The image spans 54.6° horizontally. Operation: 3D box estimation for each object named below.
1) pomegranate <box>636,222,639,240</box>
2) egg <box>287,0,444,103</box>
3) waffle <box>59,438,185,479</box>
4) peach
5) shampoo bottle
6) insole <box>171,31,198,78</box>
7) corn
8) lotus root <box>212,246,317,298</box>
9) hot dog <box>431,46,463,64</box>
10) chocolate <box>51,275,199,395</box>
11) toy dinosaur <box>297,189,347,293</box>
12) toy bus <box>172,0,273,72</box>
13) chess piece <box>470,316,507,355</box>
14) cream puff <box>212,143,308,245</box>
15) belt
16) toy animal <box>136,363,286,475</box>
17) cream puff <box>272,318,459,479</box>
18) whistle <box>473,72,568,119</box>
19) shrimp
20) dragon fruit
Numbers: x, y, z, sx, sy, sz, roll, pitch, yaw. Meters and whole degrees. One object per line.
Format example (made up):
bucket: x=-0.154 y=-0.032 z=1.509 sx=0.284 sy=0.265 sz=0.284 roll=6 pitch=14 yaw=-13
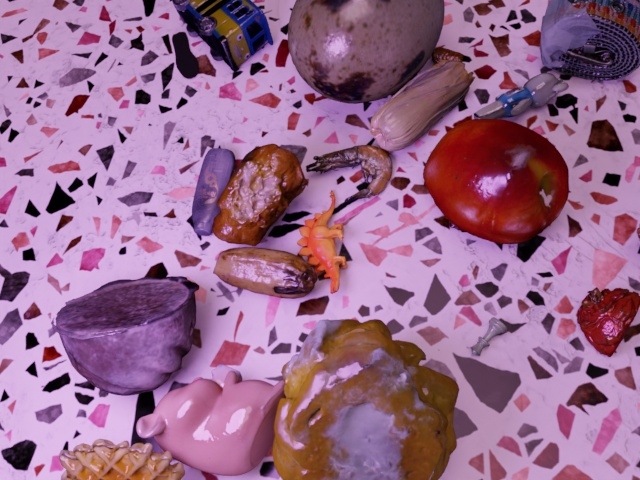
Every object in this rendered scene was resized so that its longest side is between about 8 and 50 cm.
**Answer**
pomegranate: x=0.803 y=-0.022 z=1.275 sx=0.270 sy=0.252 sz=0.229 roll=-11 pitch=54 yaw=26
egg: x=0.120 y=-0.535 z=1.545 sx=0.428 sy=0.345 sz=0.345 roll=-38 pitch=66 yaw=-12
waffle: x=-0.384 y=0.487 z=1.221 sx=0.261 sy=0.250 sz=0.056 roll=-4 pitch=29 yaw=10
peach: x=0.388 y=-0.139 z=1.432 sx=0.281 sy=0.281 sz=0.338 roll=-52 pitch=35 yaw=-15
shampoo bottle: x=-0.276 y=-0.124 z=1.576 sx=0.087 sy=0.049 sz=0.234 roll=4 pitch=67 yaw=12
insole: x=-0.396 y=-0.540 z=1.807 sx=0.064 sy=0.004 sz=0.189 roll=-19 pitch=64 yaw=-1
corn: x=0.256 y=-0.343 z=1.558 sx=0.305 sy=0.122 sz=0.123 roll=-42 pitch=89 yaw=-14
lotus root: x=-0.127 y=0.071 z=1.440 sx=0.258 sy=0.097 sz=0.110 roll=11 pitch=98 yaw=15
hot dog: x=0.341 y=-0.489 z=1.663 sx=0.083 sy=0.035 sz=0.058 roll=21 pitch=70 yaw=17
chocolate: x=-0.397 y=0.222 z=1.330 sx=0.303 sy=0.303 sz=0.213 roll=-5 pitch=109 yaw=6
toy dinosaur: x=0.000 y=0.000 z=1.475 sx=0.117 sy=0.070 sz=0.288 roll=-10 pitch=60 yaw=4
toy bus: x=-0.283 y=-0.633 z=1.761 sx=0.175 sy=0.138 sz=0.288 roll=-39 pitch=66 yaw=-9
chess piece: x=0.358 y=0.212 z=1.342 sx=0.093 sy=0.042 sz=0.042 roll=-45 pitch=68 yaw=-7
cream puff: x=-0.143 y=-0.111 z=1.444 sx=0.155 sy=0.269 sz=0.241 roll=39 pitch=35 yaw=-5
belt: x=0.673 y=-0.512 z=1.533 sx=0.257 sy=0.207 sz=0.150 roll=21 pitch=67 yaw=8
toy animal: x=-0.211 y=0.362 z=1.272 sx=0.256 sy=0.195 sz=0.213 roll=11 pitch=58 yaw=16
cream puff: x=0.088 y=0.323 z=1.220 sx=0.378 sy=0.275 sz=0.379 roll=0 pitch=98 yaw=0
whistle: x=0.500 y=-0.352 z=1.560 sx=0.235 sy=0.077 sz=0.114 roll=-25 pitch=35 yaw=2
shrimp: x=0.075 y=-0.168 z=1.547 sx=0.217 sy=0.051 sz=0.150 roll=-9 pitch=69 yaw=-2
dragon fruit: x=0.608 y=0.151 z=1.313 sx=0.106 sy=0.083 sz=0.162 roll=30 pitch=75 yaw=22
